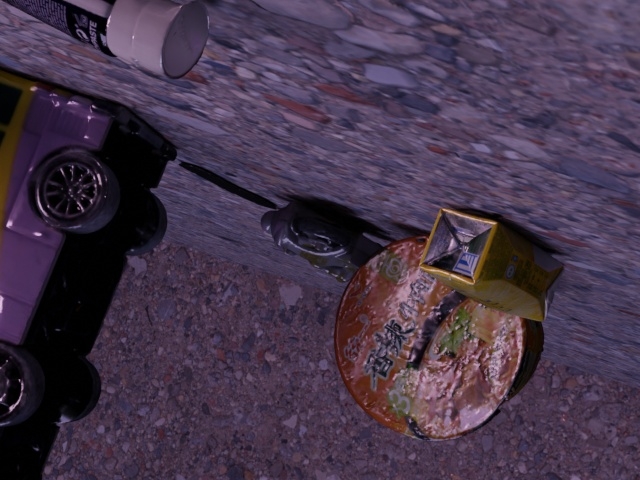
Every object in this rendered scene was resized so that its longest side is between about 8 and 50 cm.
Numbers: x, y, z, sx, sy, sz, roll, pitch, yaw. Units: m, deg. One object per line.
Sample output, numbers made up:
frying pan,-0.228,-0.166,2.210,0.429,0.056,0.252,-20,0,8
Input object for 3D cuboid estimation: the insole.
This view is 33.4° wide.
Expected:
insole,-0.119,-0.070,1.401,0.064,0.004,0.188,15,173,34

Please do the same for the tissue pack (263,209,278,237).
tissue pack,-0.031,-0.011,1.489,0.083,0.042,0.062,18,173,12

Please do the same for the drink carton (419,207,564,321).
drink carton,0.178,0.031,1.023,0.084,0.074,0.200,15,172,41

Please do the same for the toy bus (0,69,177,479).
toy bus,-0.350,0.052,1.135,0.249,0.440,0.209,20,175,11

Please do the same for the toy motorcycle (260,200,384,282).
toy motorcycle,0.000,0.000,1.340,0.152,0.073,0.225,18,174,27

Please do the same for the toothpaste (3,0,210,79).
toothpaste,-0.157,-0.145,0.595,0.193,0.045,0.071,24,168,18

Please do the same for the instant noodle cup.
instant noodle cup,0.155,0.115,1.259,0.230,0.230,0.182,16,-178,27
